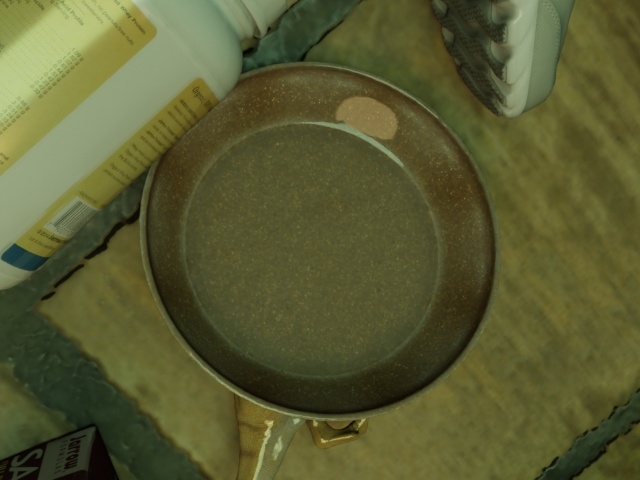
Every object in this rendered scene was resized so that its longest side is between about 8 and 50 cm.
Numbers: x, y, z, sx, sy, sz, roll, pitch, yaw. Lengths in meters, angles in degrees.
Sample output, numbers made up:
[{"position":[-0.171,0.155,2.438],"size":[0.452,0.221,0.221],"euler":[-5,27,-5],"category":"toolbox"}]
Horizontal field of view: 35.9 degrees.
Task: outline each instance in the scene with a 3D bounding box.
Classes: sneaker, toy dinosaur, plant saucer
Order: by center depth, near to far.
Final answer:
[{"position":[0.125,-0.188,0.488],"size":[0.115,0.105,0.281],"euler":[-11,129,-17],"category":"sneaker"},{"position":[0.000,0.000,0.537],"size":[0.198,0.036,0.199],"euler":[4,73,-15],"category":"plant saucer"},{"position":[-0.025,0.096,0.568],"size":[0.112,0.064,0.211],"euler":[8,79,-6],"category":"toy dinosaur"}]

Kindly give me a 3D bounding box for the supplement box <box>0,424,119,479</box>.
[{"position":[-0.113,0.238,0.539],"size":[0.073,0.130,0.239],"euler":[-20,102,-6],"category":"supplement box"}]

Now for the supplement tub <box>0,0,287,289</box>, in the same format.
[{"position":[-0.129,-0.089,0.469],"size":[0.199,0.144,0.144],"euler":[-42,105,-2],"category":"supplement tub"}]
